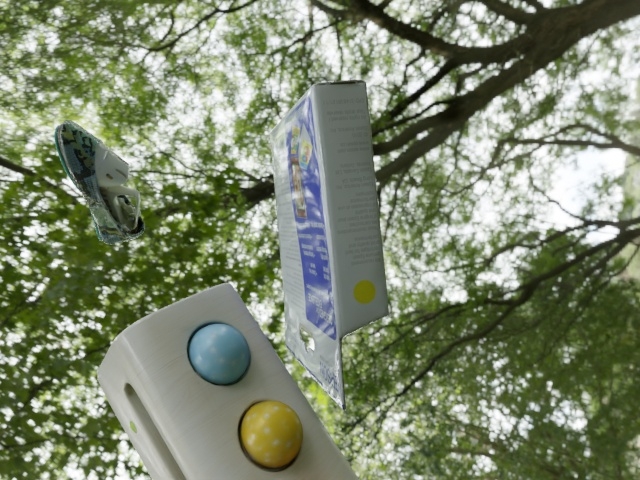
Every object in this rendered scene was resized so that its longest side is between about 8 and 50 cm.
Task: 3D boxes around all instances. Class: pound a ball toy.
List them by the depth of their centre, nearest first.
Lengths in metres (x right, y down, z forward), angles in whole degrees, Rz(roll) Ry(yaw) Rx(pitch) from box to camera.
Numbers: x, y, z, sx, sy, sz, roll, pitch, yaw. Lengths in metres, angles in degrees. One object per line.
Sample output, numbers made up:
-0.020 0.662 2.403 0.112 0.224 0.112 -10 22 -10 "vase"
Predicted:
-0.074 0.211 0.468 0.208 0.136 0.319 -22 -108 -44 "pound a ball toy"

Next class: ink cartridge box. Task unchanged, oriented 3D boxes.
0.000 0.000 0.681 0.072 0.303 0.308 -8 -86 -14 "ink cartridge box"

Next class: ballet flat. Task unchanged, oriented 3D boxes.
-0.248 -0.066 0.676 0.070 0.070 0.188 -55 -18 -30 "ballet flat"
